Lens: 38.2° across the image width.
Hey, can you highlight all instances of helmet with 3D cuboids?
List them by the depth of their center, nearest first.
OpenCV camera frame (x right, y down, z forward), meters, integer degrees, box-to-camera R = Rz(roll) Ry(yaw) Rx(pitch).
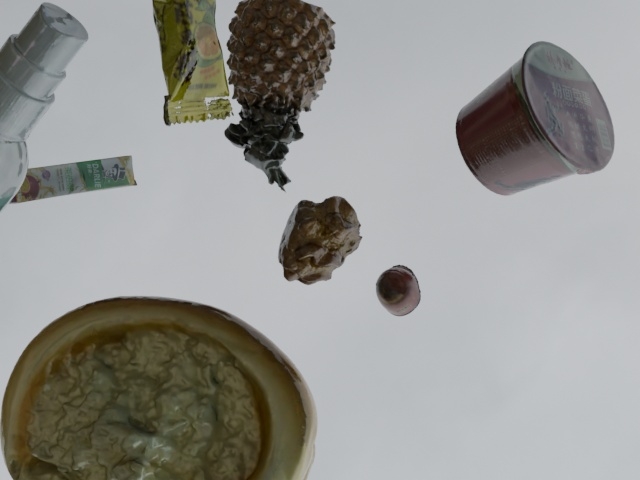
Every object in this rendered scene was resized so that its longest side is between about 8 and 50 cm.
[{"bbox_3d":[0.106,0.066,1.355,0.065,0.049,0.084,-35,-125,17],"label":"helmet"}]

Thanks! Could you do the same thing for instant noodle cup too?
[{"bbox_3d":[0.351,-0.190,1.554,0.178,0.234,0.235,-28,-133,44],"label":"instant noodle cup"}]

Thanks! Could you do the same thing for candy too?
[{"bbox_3d":[-0.220,-0.344,1.533,0.081,0.187,0.297,3,-78,33],"label":"candy"}]

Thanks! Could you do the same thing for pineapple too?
[{"bbox_3d":[-0.093,-0.274,1.764,0.222,0.223,0.358,7,-96,24],"label":"pineapple"}]

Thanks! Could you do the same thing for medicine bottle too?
[{"bbox_3d":[-0.324,-0.062,0.815,0.352,0.110,0.110,-46,-127,20],"label":"medicine bottle"}]

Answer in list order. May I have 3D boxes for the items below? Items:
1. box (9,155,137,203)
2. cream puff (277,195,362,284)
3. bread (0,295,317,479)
[{"bbox_3d":[-0.380,-0.094,1.411,0.041,0.207,0.050,0,-80,48],"label":"box"},{"bbox_3d":[0.000,0.000,1.179,0.094,0.116,0.122,16,-88,-12],"label":"cream puff"},{"bbox_3d":[-0.214,0.261,1.260,0.423,0.245,0.329,10,-125,11],"label":"bread"}]
